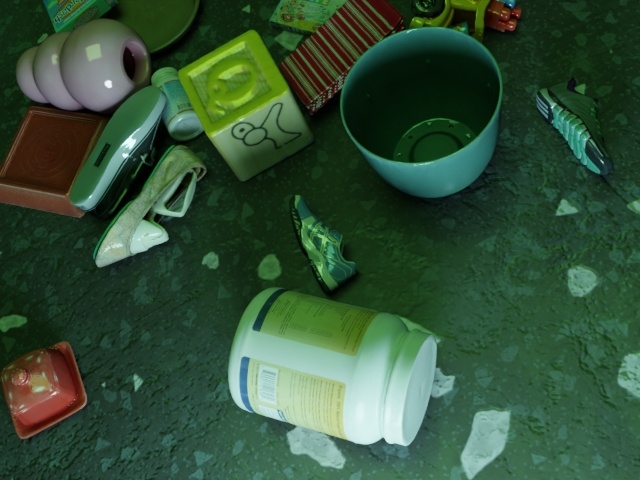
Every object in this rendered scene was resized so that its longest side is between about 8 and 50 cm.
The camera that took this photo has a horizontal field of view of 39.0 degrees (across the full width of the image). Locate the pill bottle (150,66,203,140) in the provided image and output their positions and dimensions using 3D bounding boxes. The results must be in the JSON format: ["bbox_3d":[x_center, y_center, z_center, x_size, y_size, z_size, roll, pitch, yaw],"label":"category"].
[{"bbox_3d":[-0.317,-0.302,1.988,0.087,0.087,0.160,-28,61,2],"label":"pill bottle"}]

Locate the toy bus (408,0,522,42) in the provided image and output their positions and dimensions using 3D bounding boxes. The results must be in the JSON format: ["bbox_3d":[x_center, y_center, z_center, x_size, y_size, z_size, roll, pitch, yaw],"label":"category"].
[{"bbox_3d":[0.302,-0.473,1.877,0.211,0.149,0.220,25,76,8],"label":"toy bus"}]

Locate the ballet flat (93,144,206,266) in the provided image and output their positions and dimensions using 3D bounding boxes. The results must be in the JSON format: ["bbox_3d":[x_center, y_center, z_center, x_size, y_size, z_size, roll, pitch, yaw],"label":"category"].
[{"bbox_3d":[-0.344,-0.060,1.879,0.106,0.107,0.316,30,77,12],"label":"ballet flat"}]

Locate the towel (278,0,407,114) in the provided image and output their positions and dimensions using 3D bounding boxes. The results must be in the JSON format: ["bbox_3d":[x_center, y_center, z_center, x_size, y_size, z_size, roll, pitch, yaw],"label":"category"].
[{"bbox_3d":[0.041,-0.412,1.911,0.275,0.031,0.199,-41,46,12],"label":"towel"}]

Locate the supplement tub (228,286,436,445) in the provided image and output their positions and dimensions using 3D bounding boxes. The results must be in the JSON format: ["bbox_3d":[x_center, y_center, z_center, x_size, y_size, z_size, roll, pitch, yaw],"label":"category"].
[{"bbox_3d":[0.024,0.220,1.570,0.316,0.228,0.228,12,70,20],"label":"supplement tub"}]

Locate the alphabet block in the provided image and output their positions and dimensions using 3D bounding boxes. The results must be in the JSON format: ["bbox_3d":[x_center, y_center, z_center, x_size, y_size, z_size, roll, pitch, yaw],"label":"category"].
[{"bbox_3d":[-0.151,-0.275,1.867,0.192,0.197,0.193,-30,61,0],"label":"alphabet block"}]

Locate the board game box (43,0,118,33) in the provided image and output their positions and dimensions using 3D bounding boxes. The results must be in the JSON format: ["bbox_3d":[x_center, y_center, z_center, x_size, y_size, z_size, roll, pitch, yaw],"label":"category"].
[{"bbox_3d":[-0.590,-0.594,2.193,0.160,0.047,0.210,-37,52,7],"label":"board game box"}]

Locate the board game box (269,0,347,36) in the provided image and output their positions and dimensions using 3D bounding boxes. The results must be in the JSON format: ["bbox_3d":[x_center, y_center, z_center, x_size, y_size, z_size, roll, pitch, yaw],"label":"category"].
[{"bbox_3d":[-0.025,-0.511,2.037,0.154,0.026,0.103,20,72,23],"label":"board game box"}]

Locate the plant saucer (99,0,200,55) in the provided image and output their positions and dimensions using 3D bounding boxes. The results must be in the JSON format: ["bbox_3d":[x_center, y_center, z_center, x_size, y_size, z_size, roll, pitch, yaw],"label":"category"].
[{"bbox_3d":[-0.411,-0.544,2.155,0.277,0.041,0.278,-6,65,14],"label":"plant saucer"}]

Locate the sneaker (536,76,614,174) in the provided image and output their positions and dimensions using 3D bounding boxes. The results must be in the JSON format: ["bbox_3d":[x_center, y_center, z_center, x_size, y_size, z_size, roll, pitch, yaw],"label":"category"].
[{"bbox_3d":[0.509,-0.227,1.727,0.098,0.083,0.224,-28,61,-4],"label":"sneaker"}]

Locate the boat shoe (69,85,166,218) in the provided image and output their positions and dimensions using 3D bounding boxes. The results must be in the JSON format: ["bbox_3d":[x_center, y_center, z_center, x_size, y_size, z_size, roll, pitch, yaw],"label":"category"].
[{"bbox_3d":[-0.410,-0.184,1.940,0.113,0.105,0.306,23,82,41],"label":"boat shoe"}]

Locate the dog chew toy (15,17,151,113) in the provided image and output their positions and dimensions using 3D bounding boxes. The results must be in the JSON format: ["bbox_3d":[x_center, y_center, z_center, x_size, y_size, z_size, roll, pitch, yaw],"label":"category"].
[{"bbox_3d":[-0.547,-0.384,2.035,0.331,0.206,0.207,0,65,27],"label":"dog chew toy"}]

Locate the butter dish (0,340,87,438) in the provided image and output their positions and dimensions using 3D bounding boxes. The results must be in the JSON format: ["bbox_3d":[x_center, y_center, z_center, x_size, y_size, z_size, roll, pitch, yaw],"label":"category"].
[{"bbox_3d":[-0.563,0.279,1.770,0.160,0.118,0.160,-28,61,2],"label":"butter dish"}]

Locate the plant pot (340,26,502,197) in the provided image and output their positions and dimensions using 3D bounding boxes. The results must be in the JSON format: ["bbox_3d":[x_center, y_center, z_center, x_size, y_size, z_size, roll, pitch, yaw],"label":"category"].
[{"bbox_3d":[0.207,-0.215,1.717,0.293,0.235,0.293,-7,64,14],"label":"plant pot"}]

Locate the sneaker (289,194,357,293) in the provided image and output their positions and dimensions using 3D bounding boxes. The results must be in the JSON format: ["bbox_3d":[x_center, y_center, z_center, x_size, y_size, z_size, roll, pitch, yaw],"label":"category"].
[{"bbox_3d":[0.000,0.000,1.772,0.081,0.080,0.211,-25,71,-4],"label":"sneaker"}]

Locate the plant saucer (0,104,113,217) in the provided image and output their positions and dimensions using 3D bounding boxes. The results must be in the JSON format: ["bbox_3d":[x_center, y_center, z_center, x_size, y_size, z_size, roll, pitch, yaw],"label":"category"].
[{"bbox_3d":[-0.606,-0.194,2.043,0.259,0.048,0.259,10,69,21],"label":"plant saucer"}]
